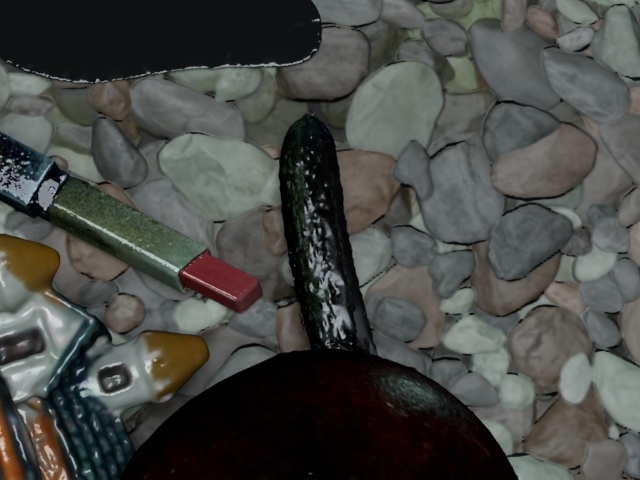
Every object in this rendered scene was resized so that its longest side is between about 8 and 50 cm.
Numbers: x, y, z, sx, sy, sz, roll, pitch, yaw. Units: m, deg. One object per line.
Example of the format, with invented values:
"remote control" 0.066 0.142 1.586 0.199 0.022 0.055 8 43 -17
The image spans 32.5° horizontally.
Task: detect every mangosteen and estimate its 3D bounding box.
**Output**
"mangosteen" 0.004 0.229 0.786 0.329 0.330 0.330 1 75 -5

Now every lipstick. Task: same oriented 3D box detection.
"lipstick" -0.194 -0.018 0.965 0.312 0.051 0.051 28 73 2

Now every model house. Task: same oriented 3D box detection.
"model house" -0.231 0.123 0.854 0.300 0.190 0.272 -20 76 -11

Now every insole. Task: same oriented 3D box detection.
"insole" -0.159 -0.201 1.039 0.322 0.007 0.109 -2 77 -6

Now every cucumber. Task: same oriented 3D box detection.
"cucumber" -0.002 0.000 0.970 0.067 0.067 0.245 -11 76 -8
